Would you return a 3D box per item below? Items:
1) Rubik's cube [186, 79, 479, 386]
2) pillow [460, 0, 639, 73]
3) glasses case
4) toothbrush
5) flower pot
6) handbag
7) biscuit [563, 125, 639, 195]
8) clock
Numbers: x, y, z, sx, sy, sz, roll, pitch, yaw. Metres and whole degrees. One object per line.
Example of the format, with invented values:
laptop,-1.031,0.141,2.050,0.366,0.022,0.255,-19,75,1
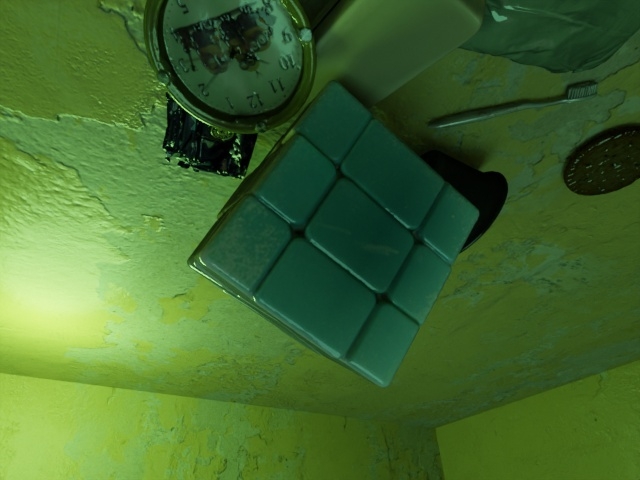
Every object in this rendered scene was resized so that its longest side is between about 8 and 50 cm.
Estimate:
Rubik's cube,0.000,0.000,0.687,0.321,0.316,0.318,39,164,-14
pillow,0.327,-0.348,0.515,0.282,0.139,0.310,-1,157,-12
glasses case,0.056,-0.271,0.579,0.143,0.076,0.336,21,161,-28
toothbrush,0.356,-0.251,0.761,0.306,0.025,0.030,-10,133,9
flower pot,0.241,-0.088,0.837,0.148,0.235,0.235,35,131,-14
handbag,-0.183,-0.219,0.706,0.161,0.113,0.260,15,135,-14
biscuit,0.630,-0.169,0.878,0.187,0.027,0.188,-1,141,-1
clock,-0.118,-0.261,0.555,0.236,0.057,0.237,3,135,3
